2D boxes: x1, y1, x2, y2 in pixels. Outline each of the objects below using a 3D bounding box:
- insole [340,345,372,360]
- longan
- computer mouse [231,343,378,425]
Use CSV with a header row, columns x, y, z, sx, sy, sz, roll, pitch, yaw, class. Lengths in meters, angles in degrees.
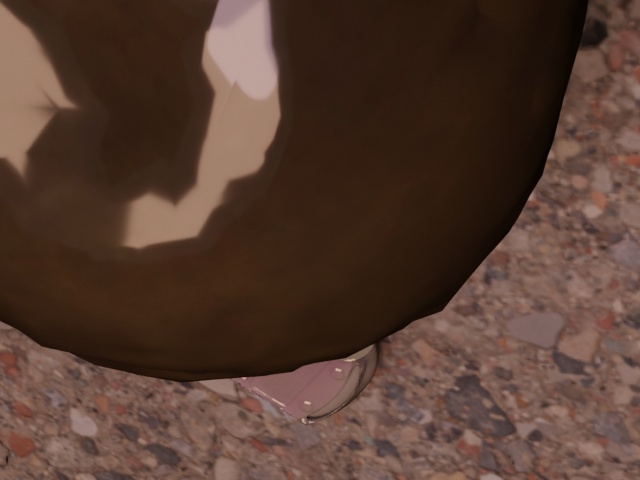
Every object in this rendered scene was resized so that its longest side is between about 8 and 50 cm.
x,y,z,sx,sy,sz,roll,pitch,yaw,class
0.000,0.000,1.235,0.065,0.004,0.197,-9,114,9,insole
-0.066,-0.130,0.915,0.404,0.404,0.436,22,143,8,longan
-0.072,0.047,1.310,0.245,0.056,0.126,30,133,-10,computer mouse
